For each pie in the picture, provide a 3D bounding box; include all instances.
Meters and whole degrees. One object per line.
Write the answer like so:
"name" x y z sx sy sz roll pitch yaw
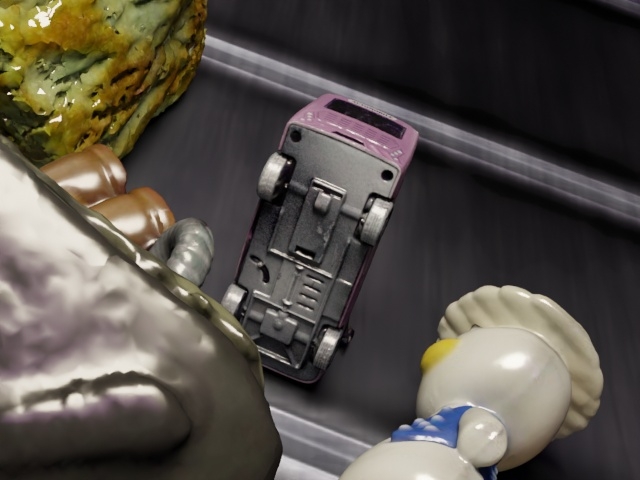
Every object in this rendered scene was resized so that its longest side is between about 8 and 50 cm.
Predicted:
"pie" -0.170 -0.258 0.766 0.180 0.418 0.395 20 40 10

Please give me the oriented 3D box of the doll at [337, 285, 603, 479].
"doll" 0.084 0.121 0.658 0.119 0.138 0.293 39 42 9

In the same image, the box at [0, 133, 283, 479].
"box" -0.232 0.081 0.397 0.350 0.091 0.359 40 72 -1

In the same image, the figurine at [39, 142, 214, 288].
"figurine" -0.262 0.068 0.561 0.382 0.186 0.261 -22 30 -30

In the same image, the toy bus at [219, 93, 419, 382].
"toy bus" 0.000 0.000 0.731 0.087 0.178 0.098 23 30 5
